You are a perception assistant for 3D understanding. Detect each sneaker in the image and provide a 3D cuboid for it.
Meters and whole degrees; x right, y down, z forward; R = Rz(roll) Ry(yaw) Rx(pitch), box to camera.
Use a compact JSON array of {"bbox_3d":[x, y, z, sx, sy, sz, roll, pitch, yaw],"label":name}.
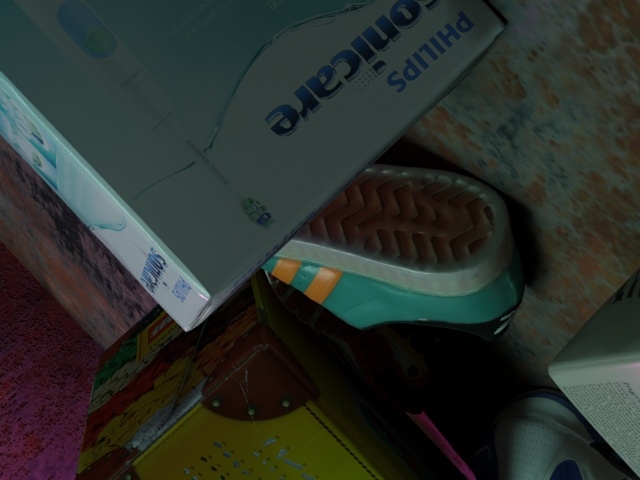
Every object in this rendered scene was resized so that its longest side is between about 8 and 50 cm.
[{"bbox_3d":[0.016,0.056,1.100,0.225,0.088,0.093,54,167,-15],"label":"sneaker"},{"bbox_3d":[0.173,0.218,0.918,0.127,0.182,0.315,53,163,-14],"label":"sneaker"},{"bbox_3d":[0.000,0.000,0.900,0.302,0.108,0.121,19,150,31],"label":"sneaker"}]

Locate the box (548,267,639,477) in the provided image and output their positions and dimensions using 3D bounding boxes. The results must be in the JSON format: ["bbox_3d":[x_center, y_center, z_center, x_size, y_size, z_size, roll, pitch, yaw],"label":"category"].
[{"bbox_3d":[0.219,0.058,0.588,0.113,0.094,0.275,48,163,-4],"label":"box"}]

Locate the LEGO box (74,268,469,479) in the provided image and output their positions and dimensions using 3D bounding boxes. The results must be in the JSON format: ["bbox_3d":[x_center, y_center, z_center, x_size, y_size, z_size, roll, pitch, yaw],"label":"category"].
[{"bbox_3d":[0.033,0.268,1.137,0.500,0.193,0.372,47,-177,-13],"label":"LEGO box"}]

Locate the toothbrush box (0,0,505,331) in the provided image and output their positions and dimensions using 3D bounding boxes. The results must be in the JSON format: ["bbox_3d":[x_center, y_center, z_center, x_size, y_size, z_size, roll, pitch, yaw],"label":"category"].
[{"bbox_3d":[-0.087,-0.134,0.691,0.295,0.216,0.126,45,164,1],"label":"toothbrush box"}]
